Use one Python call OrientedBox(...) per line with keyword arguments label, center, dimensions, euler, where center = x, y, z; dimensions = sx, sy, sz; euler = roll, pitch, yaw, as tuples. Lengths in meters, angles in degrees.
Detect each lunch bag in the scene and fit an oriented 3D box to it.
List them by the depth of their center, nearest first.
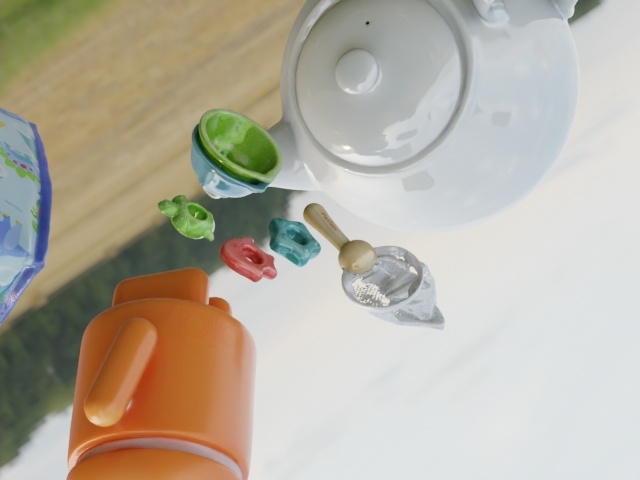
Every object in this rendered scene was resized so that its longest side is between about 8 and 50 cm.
OrientedBox(label="lunch bag", center=(-0.208, -0.033, 0.911), dimensions=(0.096, 0.129, 0.151), euler=(-48, -151, 33))

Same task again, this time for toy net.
OrientedBox(label="toy net", center=(0.000, 0.000, 1.278), dimensions=(0.045, 0.232, 0.122), euler=(-53, -166, 30))

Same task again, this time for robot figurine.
OrientedBox(label="robot figurine", center=(-0.110, 0.127, 1.239), dimensions=(0.158, 0.128, 0.219), euler=(122, -25, -54))

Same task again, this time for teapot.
OrientedBox(label="teapot", center=(0.070, -0.125, 1.374), dimensions=(0.187, 0.252, 0.256), euler=(3, 102, -65))
